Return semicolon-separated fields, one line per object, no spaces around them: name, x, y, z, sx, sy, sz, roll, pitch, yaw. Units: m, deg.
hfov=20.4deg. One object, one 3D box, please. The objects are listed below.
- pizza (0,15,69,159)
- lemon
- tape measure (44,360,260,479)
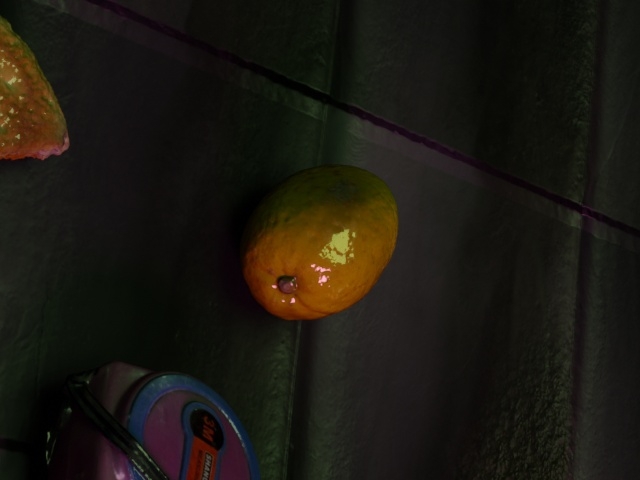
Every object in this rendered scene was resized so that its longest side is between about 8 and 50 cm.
pizza;-0.384;-0.194;1.763;0.268;0.087;0.258;-9;85;-45
lemon;0.000;0.000;2.040;0.207;0.170;0.170;-47;115;-43
tape measure;-0.183;0.246;1.824;0.245;0.149;0.232;37;38;-31
